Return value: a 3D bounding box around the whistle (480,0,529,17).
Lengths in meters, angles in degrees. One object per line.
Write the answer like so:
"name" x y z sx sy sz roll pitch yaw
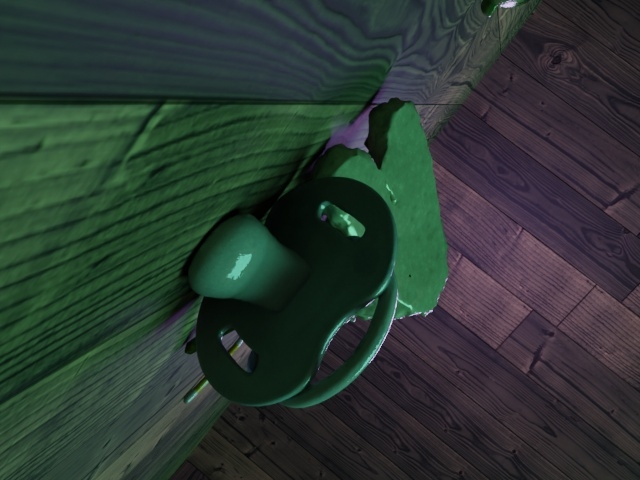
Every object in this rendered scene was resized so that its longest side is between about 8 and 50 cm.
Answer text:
"whistle" 0.256 -0.361 0.823 0.105 0.085 0.227 -55 176 -13

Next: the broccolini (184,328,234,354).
"broccolini" -0.086 0.089 0.892 0.254 0.071 0.057 -26 -176 32

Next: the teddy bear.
"teddy bear" 0.000 0.000 1.040 0.362 0.375 0.327 5 -139 43

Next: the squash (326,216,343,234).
"squash" 0.081 -0.004 1.324 0.132 0.133 0.247 -50 140 -19

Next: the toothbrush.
"toothbrush" -0.195 0.246 1.467 0.288 0.024 0.021 -48 176 -31

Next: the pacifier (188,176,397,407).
"pacifier" -0.047 0.039 0.698 0.279 0.227 0.207 -52 135 0
